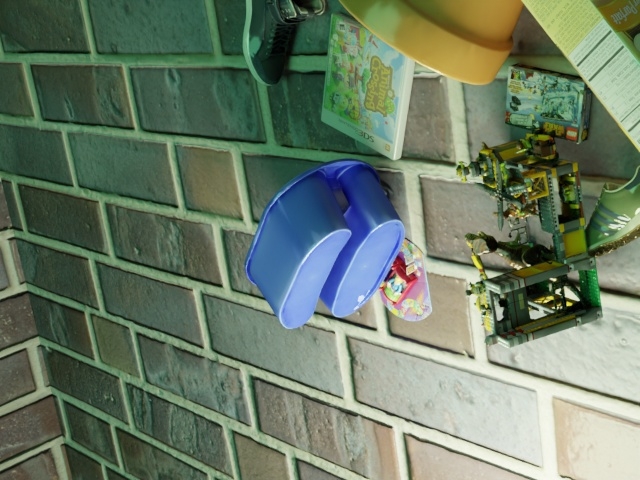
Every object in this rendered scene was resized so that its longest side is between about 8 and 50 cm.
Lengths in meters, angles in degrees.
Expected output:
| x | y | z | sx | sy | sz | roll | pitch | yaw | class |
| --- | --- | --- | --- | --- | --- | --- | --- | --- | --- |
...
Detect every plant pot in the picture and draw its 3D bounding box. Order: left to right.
| x | y | z | sx | sy | sz | roll | pitch | yaw | class |
| --- | --- | --- | --- | --- | --- | --- | --- | --- | --- |
| 0.183 | -0.390 | 1.451 | 0.291 | 0.291 | 0.203 | 47 | 121 | 24 | plant pot |

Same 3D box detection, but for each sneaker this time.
| x | y | z | sx | sy | sz | roll | pitch | yaw | class |
| --- | --- | --- | --- | --- | --- | --- | --- | --- | --- |
| -0.067 | -0.387 | 1.873 | 0.163 | 0.086 | 0.226 | 22 | 122 | 46 | sneaker |
| 0.432 | -0.043 | 1.484 | 0.192 | 0.064 | 0.086 | -43 | 59 | 55 | sneaker |

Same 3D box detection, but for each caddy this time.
| x | y | z | sx | sy | sz | roll | pitch | yaw | class |
| --- | --- | --- | --- | --- | --- | --- | --- | --- | --- |
| 0.000 | 0.000 | 1.851 | 0.179 | 0.241 | 0.341 | 58 | 142 | 30 | caddy |

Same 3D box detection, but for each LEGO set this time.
| x | y | z | sx | sy | sz | roll | pitch | yaw | class |
| --- | --- | --- | --- | --- | --- | --- | --- | --- | --- |
| 0.273 | 0.010 | 1.532 | 0.255 | 0.192 | 0.331 | -141 | 39 | -62 | LEGO set |

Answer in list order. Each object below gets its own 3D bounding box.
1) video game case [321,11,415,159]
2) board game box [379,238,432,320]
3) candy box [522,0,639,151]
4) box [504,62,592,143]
| x | y | z | sx | sy | sz | roll | pitch | yaw | class |
| --- | --- | --- | --- | --- | --- | --- | --- | --- | --- |
| 0.081 | -0.274 | 1.805 | 0.193 | 0.023 | 0.212 | 33 | 130 | 36 | video game case |
| 0.141 | 0.076 | 1.898 | 0.133 | 0.033 | 0.169 | 7 | 113 | 48 | board game box |
| 0.395 | -0.271 | 1.309 | 0.316 | 0.183 | 0.087 | 56 | 141 | 15 | candy box |
| 0.341 | -0.207 | 1.529 | 0.137 | 0.027 | 0.094 | 24 | 123 | 42 | box |
